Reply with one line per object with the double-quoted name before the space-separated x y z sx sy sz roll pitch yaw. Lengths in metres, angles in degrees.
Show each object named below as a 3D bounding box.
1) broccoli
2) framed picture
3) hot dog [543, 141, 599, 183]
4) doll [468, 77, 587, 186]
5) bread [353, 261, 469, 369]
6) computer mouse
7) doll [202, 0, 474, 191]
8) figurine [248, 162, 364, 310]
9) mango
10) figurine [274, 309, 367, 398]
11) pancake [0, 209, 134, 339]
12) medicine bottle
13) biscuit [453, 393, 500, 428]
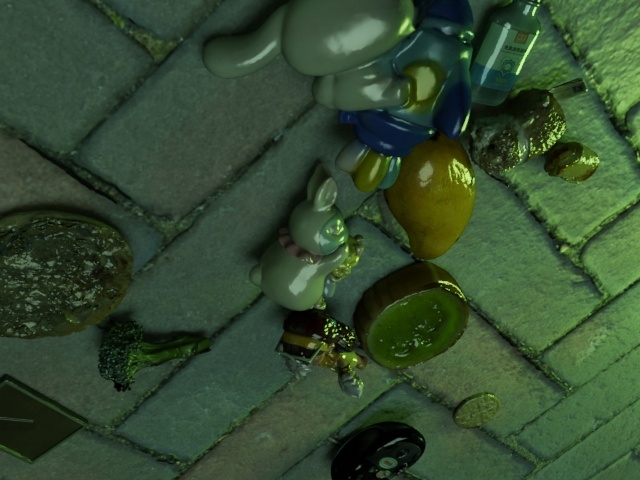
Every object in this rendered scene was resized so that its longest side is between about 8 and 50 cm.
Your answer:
"broccoli" -0.291 0.194 1.326 0.204 0.118 0.122 -3 119 -38
"framed picture" -0.553 0.333 1.386 0.150 0.015 0.203 -36 131 10
"hot dog" 0.442 -0.144 1.340 0.078 0.061 0.169 -42 156 25
"doll" 0.335 -0.191 1.232 0.221 0.105 0.115 -40 116 -12
"bread" 0.179 0.152 1.476 0.236 0.070 0.236 -9 130 -11
"computer mouse" 0.125 0.479 1.704 0.233 0.096 0.137 -36 126 15
"doll" 0.082 -0.256 1.057 0.376 0.187 0.365 -19 129 32
"figurine" 0.000 0.000 1.253 0.155 0.127 0.235 27 113 -15
"mango" 0.182 -0.080 1.268 0.157 0.109 0.262 -25 139 -13
"figurine" 0.010 0.206 1.418 0.115 0.175 0.240 -63 143 -18
"pancake" -0.432 0.057 1.186 0.283 0.049 0.282 -10 130 -12
"medicine bottle" 0.287 -0.307 1.154 0.090 0.053 0.208 5 126 -26
"biscuit" 0.370 0.404 1.786 0.120 0.015 0.120 -10 130 -12
